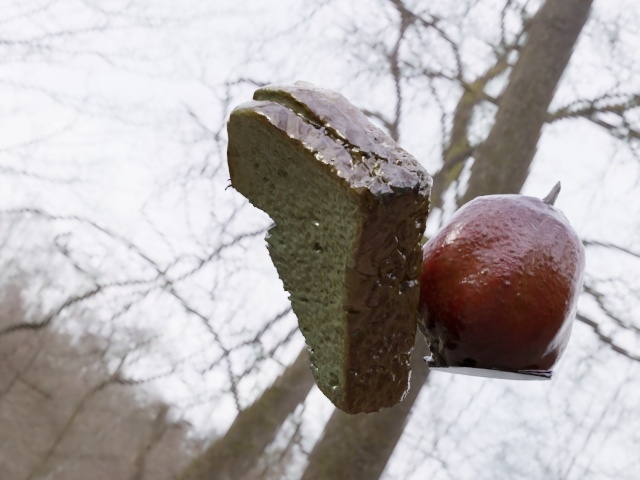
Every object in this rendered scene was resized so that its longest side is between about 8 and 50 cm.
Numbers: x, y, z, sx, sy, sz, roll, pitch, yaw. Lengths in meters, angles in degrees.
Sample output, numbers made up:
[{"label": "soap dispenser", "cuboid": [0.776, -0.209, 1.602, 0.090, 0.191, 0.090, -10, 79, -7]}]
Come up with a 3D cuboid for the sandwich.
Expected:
[{"label": "sandwich", "cuboid": [0.004, -0.001, 1.313, 0.254, 0.099, 0.289, 37, -43, 41]}]

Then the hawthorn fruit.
[{"label": "hawthorn fruit", "cuboid": [0.201, 0.039, 1.381, 0.189, 0.251, 0.189, 34, -10, 7]}]
